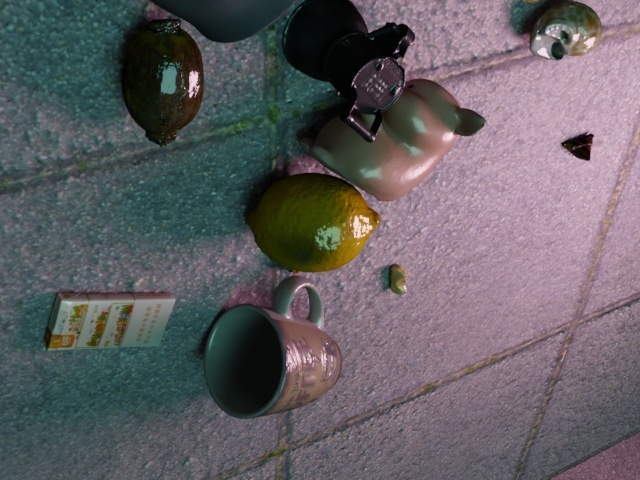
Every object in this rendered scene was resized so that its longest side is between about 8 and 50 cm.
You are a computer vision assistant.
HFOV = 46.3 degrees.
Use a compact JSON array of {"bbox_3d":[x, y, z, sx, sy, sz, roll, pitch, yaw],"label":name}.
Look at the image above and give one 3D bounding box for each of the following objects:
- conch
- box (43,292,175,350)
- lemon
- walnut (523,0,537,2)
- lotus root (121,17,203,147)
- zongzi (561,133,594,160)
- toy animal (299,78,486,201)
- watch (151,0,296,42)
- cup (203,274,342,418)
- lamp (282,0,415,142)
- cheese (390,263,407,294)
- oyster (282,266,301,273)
[{"bbox_3d":[0.488,-0.417,1.478,0.173,0.106,0.116,-9,144,-8],"label":"conch"},{"bbox_3d":[-0.392,0.151,1.400,0.220,0.032,0.122,3,124,-38],"label":"box"},{"bbox_3d":[-0.018,-0.032,1.378,0.257,0.188,0.188,-2,138,15],"label":"lemon"},{"bbox_3d":[0.388,-0.479,1.368,0.092,0.092,0.092,-19,134,-21],"label":"walnut"},{"bbox_3d":[-0.236,-0.231,1.120,0.120,0.120,0.209,-11,130,-28],"label":"lotus root"},{"bbox_3d":[0.607,-0.220,1.773,0.083,0.074,0.067,-50,162,-58],"label":"zongzi"},{"bbox_3d":[0.124,-0.196,1.362,0.213,0.195,0.256,42,95,-19],"label":"toy animal"},{"bbox_3d":[-0.113,-0.426,0.875,0.314,0.327,0.335,23,110,-45],"label":"watch"},{"bbox_3d":[-0.070,0.217,1.578,0.257,0.227,0.301,10,103,-54],"label":"cup"},{"bbox_3d":[0.059,-0.288,1.189,0.172,0.227,0.147,-47,137,9],"label":"lamp"},{"bbox_3d":[0.185,0.093,1.745,0.030,0.044,0.083,-34,138,-30],"label":"cheese"},{"bbox_3d":[0.000,0.000,1.512,0.163,0.081,0.191,-6,125,-26],"label":"oyster"}]
